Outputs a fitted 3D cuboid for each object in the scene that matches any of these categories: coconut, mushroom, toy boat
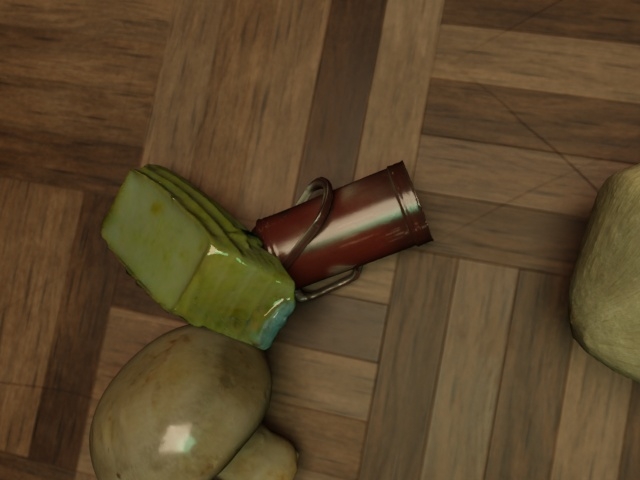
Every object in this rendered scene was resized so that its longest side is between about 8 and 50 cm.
[{"bbox_3d":[0.350,0.033,0.579,0.266,0.237,0.237,-17,82,4],"label":"coconut"},{"bbox_3d":[-0.132,0.188,0.689,0.206,0.209,0.206,-13,54,19],"label":"mushroom"},{"bbox_3d":[-0.145,0.006,0.689,0.276,0.084,0.111,39,107,34],"label":"toy boat"}]

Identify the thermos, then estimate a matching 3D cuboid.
[{"bbox_3d":[0.000,0.002,0.716,0.232,0.099,0.124,-23,117,8],"label":"thermos"}]
